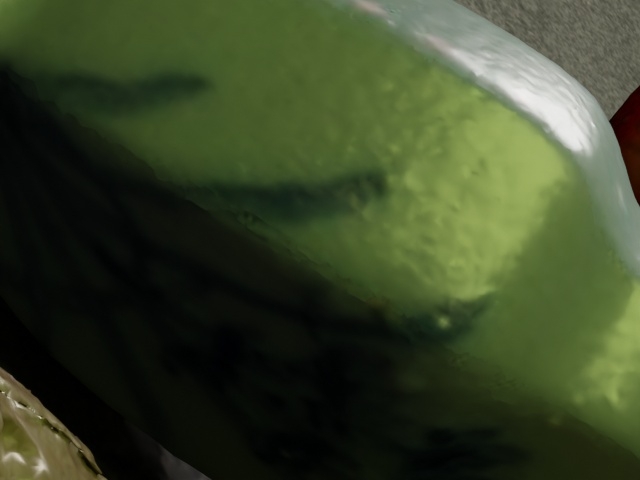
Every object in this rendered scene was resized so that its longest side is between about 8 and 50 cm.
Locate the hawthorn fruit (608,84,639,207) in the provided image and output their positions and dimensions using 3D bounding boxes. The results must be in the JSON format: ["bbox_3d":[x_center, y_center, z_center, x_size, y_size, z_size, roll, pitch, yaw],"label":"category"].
[{"bbox_3d":[0.308,-0.014,1.144,0.307,0.265,0.265,-30,84,-34],"label":"hawthorn fruit"}]

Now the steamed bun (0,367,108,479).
[{"bbox_3d":[-0.188,0.146,0.443,0.301,0.199,0.251,53,40,-42],"label":"steamed bun"}]

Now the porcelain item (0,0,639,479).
[{"bbox_3d":[0.000,0.000,0.714,0.405,0.242,0.178,31,50,2],"label":"porcelain item"}]
